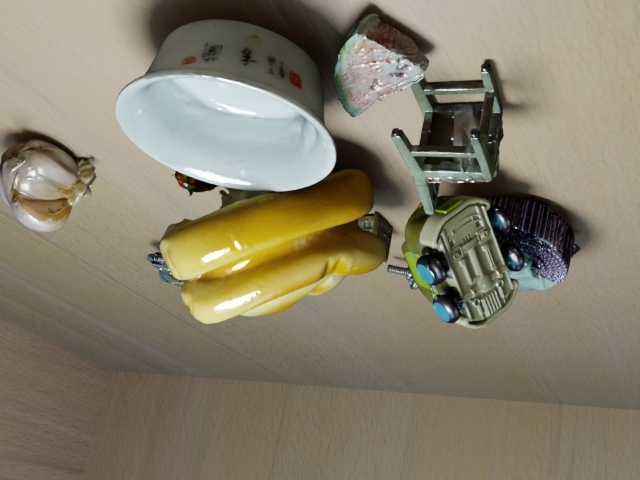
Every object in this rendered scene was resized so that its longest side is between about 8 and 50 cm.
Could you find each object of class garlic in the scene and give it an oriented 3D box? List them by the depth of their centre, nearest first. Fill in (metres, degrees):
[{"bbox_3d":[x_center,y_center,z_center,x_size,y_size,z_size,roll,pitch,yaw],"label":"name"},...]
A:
[{"bbox_3d":[-0.568,-0.138,1.724,0.207,0.207,0.256,19,158,-18],"label":"garlic"}]

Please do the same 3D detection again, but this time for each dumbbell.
[{"bbox_3d":[0.285,0.092,1.966,0.253,0.082,0.082,11,158,-1],"label":"dumbbell"}]

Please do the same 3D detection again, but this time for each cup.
[{"bbox_3d":[-0.132,-0.225,1.292,0.347,0.163,0.347,10,157,4],"label":"cup"}]

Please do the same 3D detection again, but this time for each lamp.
[{"bbox_3d":[0.000,0.000,1.874,0.325,0.089,0.090,-4,154,32],"label":"lamp"}]

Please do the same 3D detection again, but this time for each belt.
[{"bbox_3d":[0.365,0.019,1.700,0.260,0.122,0.324,29,151,-26],"label":"belt"}]

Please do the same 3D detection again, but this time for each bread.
[{"bbox_3d":[-0.089,0.001,1.558,0.423,0.245,0.329,-20,-161,-26],"label":"bread"}]

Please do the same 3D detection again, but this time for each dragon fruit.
[{"bbox_3d":[-0.229,-0.155,1.592,0.175,0.142,0.138,39,115,-9],"label":"dragon fruit"}]

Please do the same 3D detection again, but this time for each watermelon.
[{"bbox_3d":[0.091,-0.265,1.224,0.139,0.071,0.187,3,149,2],"label":"watermelon"}]

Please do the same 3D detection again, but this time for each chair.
[{"bbox_3d":[0.222,-0.154,1.326,0.147,0.136,0.270,3,155,23],"label":"chair"}]

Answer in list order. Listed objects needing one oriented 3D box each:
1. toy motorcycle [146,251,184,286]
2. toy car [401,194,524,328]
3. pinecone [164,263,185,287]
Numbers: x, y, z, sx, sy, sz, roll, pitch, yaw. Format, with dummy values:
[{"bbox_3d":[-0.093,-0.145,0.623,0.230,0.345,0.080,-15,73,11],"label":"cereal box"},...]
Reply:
[{"bbox_3d":[-0.330,0.089,2.243,0.307,0.108,0.173,17,166,-16],"label":"toy motorcycle"},{"bbox_3d":[0.240,0.031,1.546,0.198,0.204,0.248,17,136,57],"label":"toy car"},{"bbox_3d":[-0.282,0.068,2.056,0.204,0.179,0.184,5,119,30],"label":"pinecone"}]
